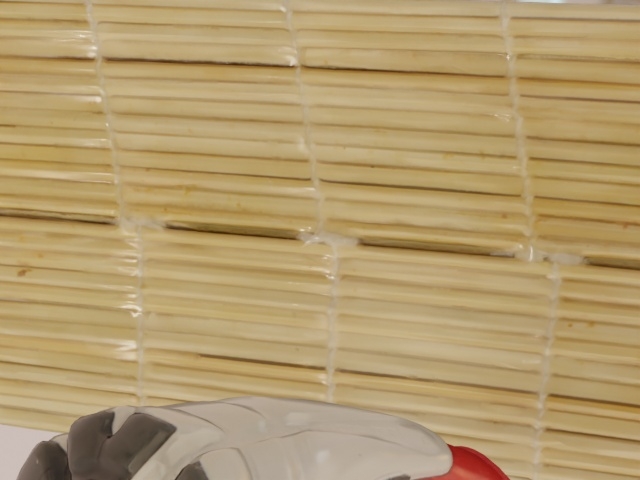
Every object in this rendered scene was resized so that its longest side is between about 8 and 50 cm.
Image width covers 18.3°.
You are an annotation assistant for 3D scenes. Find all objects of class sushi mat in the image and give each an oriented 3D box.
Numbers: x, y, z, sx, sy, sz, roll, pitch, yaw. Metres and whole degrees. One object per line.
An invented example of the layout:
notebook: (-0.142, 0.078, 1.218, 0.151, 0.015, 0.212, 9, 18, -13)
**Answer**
sushi mat: (0.000, 0.000, 0.591, 0.019, 0.316, 0.151, -35, -53, -61)

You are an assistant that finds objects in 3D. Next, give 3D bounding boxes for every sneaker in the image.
sneaker: (-0.021, 0.163, 0.426, 0.118, 0.107, 0.279, 5, -64, -31)
